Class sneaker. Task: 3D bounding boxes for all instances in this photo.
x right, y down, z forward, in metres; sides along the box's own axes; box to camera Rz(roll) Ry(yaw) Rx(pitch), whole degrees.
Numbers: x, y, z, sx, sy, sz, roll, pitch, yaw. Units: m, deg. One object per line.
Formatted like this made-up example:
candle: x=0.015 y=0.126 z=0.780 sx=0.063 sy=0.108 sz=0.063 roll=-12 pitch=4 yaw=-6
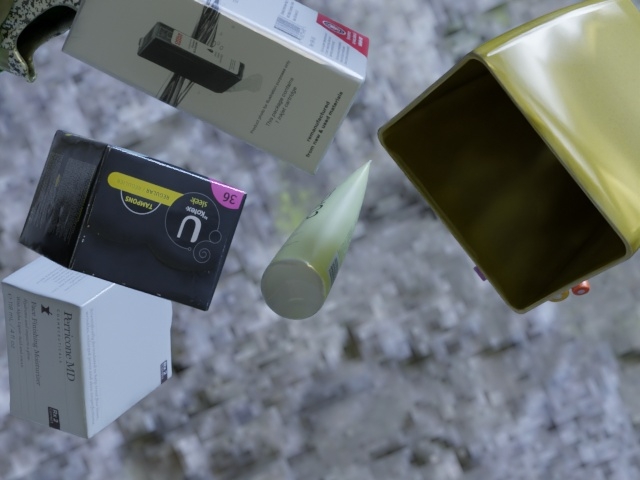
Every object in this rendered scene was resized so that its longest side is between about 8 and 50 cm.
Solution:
sneaker: x=-0.448 y=-0.284 z=2.457 sx=0.410 sy=0.182 sz=0.158 roll=-25 pitch=-20 yaw=19

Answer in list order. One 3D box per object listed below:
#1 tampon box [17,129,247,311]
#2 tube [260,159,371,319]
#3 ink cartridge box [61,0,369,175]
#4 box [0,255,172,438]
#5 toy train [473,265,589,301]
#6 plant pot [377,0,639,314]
tampon box: x=-0.152 y=-0.019 z=1.453 sx=0.120 sy=0.101 sz=0.161 roll=18 pitch=0 yaw=-25
tube: x=0.000 y=0.000 z=1.730 sx=0.070 sy=0.062 sz=0.240 roll=-13 pitch=18 yaw=19
ink cartridge box: x=-0.098 y=-0.193 z=1.797 sx=0.114 sy=0.273 sz=0.197 roll=-61 pitch=6 yaw=17
box: x=-0.272 y=0.106 z=2.157 sx=0.119 sy=0.181 sz=0.182 roll=14 pitch=28 yaw=26
toy train: x=0.222 y=-0.006 z=1.919 sx=0.166 sy=0.046 sz=0.125 roll=22 pitch=75 yaw=33
plant pot: x=0.215 y=-0.093 z=1.607 sx=0.187 sy=0.212 sz=0.212 roll=-39 pitch=0 yaw=-26
